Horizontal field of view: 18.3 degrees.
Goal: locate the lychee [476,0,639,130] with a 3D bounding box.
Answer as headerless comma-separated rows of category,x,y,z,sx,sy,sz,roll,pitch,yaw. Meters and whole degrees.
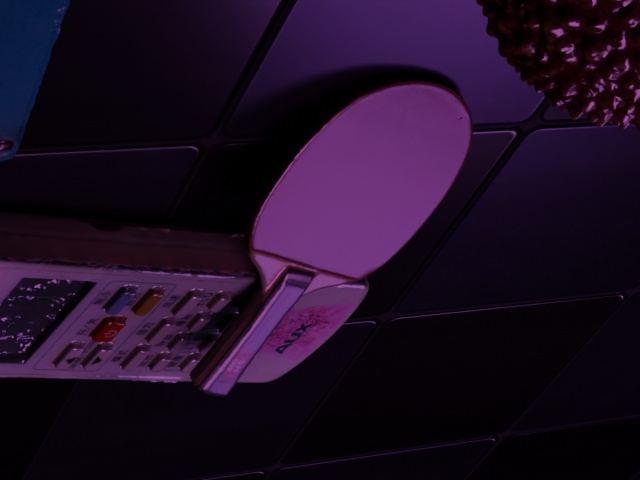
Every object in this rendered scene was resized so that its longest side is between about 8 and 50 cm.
lychee,0.175,-0.148,1.115,0.188,0.188,0.188,-17,152,-9

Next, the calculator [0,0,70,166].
calculator,-0.239,-0.122,0.986,0.248,0.058,0.274,-8,149,-23

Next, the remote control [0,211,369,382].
remote control,-0.128,0.044,1.371,0.344,0.050,0.145,5,142,-40

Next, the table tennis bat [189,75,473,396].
table tennis bat,0.000,0.000,1.344,0.154,0.021,0.274,17,117,-47
